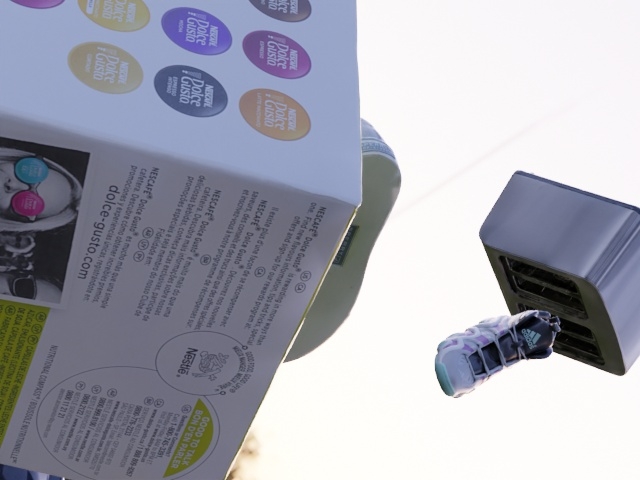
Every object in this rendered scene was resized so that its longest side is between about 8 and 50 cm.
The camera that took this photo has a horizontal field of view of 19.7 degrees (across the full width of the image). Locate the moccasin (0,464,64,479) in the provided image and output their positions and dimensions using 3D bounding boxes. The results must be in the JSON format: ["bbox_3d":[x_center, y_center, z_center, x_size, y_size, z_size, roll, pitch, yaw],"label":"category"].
[{"bbox_3d":[-0.284,0.183,1.695,0.117,0.138,0.342,42,27,-23],"label":"moccasin"}]

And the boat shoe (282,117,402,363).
[{"bbox_3d":[-0.001,-0.001,1.516,0.227,0.079,0.081,-62,-155,29],"label":"boat shoe"}]

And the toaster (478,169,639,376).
[{"bbox_3d":[0.263,0.034,1.853,0.186,0.110,0.168,20,-29,36],"label":"toaster"}]

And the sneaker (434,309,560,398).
[{"bbox_3d":[0.117,0.065,1.147,0.069,0.098,0.038,-17,-79,35],"label":"sneaker"}]

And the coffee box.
[{"bbox_3d":[-0.177,-0.057,1.372,0.337,0.334,0.338,-90,-161,-48],"label":"coffee box"}]
